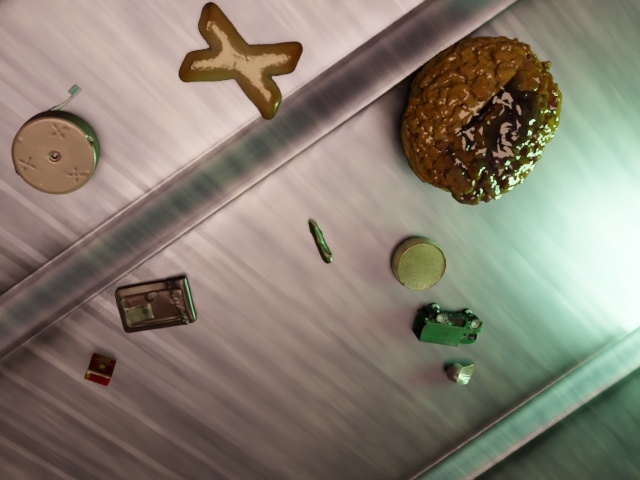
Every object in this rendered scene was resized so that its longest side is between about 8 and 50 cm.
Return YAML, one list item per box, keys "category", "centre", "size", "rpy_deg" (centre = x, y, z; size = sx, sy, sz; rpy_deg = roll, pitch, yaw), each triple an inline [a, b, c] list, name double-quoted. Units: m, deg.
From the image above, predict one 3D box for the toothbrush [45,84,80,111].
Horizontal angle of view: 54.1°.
- category: "toothbrush"
  centre: [-0.524, -0.240, 1.203]
  size: [0.162, 0.014, 0.017]
  rpy_deg: [-42, 123, 4]

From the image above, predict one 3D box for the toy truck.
- category: "toy truck"
  centre: [0.298, 0.197, 1.453]
  size: [0.147, 0.065, 0.079]
  rpy_deg: [9, 107, -12]

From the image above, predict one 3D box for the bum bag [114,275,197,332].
- category: "bum bag"
  centre: [-0.353, 0.139, 1.343]
  size: [0.159, 0.026, 0.109]
  rpy_deg: [-9, 107, -2]

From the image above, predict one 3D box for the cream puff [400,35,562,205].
- category: "cream puff"
  centre: [0.331, -0.237, 1.245]
  size: [0.342, 0.231, 0.327]
  rpy_deg: [-7, 104, -8]

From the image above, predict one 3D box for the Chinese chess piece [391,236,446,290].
- category: "Chinese chess piece"
  centre: [0.221, 0.052, 1.405]
  size: [0.122, 0.051, 0.122]
  rpy_deg: [-3, 108, -8]

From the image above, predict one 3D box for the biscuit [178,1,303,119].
- category: "biscuit"
  centre: [-0.155, -0.347, 1.221]
  size: [0.207, 0.047, 0.164]
  rpy_deg: [21, 102, -16]

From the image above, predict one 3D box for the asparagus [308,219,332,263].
- category: "asparagus"
  centre: [-0.001, 0.000, 1.364]
  size: [0.025, 0.021, 0.108]
  rpy_deg: [-26, 109, -6]

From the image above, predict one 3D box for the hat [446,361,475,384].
- category: "hat"
  centre: [0.335, 0.316, 1.513]
  size: [0.087, 0.042, 0.058]
  rpy_deg: [-6, 120, -44]

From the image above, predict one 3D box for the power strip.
- category: "power strip"
  centre: [-0.503, -0.167, 1.189]
  size: [0.154, 0.078, 0.154]
  rpy_deg: [-5, 114, -12]

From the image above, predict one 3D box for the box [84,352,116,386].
- category: "box"
  centre: [-0.466, 0.273, 1.328]
  size: [0.051, 0.082, 0.023]
  rpy_deg: [23, 101, -16]
